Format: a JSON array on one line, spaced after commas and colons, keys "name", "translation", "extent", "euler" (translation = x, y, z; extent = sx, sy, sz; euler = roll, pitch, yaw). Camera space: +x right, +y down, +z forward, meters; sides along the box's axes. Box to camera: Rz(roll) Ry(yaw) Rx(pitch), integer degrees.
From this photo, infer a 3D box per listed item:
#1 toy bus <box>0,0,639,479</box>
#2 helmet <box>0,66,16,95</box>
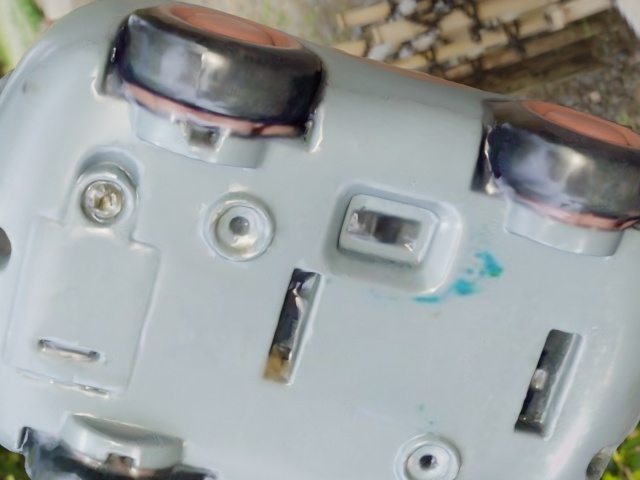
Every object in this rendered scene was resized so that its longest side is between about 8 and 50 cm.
[{"name": "toy bus", "translation": [0.000, 0.000, 0.515], "extent": [0.232, 0.287, 0.194], "euler": [-96, 21, -68]}, {"name": "helmet", "translation": [-0.137, -0.027, 0.763], "extent": [0.193, 0.189, 0.216], "euler": [37, -152, -50]}]
